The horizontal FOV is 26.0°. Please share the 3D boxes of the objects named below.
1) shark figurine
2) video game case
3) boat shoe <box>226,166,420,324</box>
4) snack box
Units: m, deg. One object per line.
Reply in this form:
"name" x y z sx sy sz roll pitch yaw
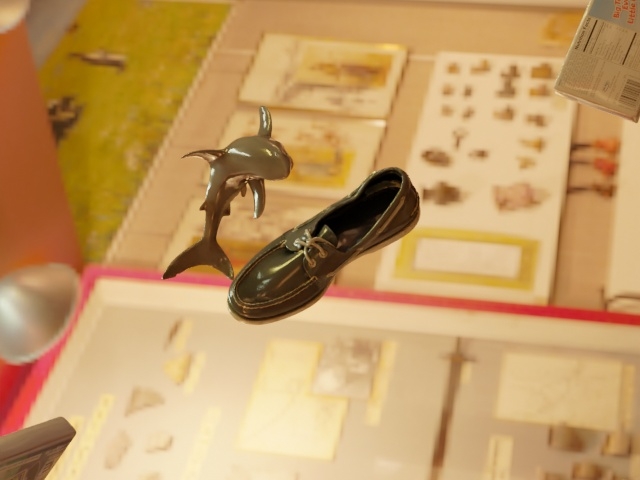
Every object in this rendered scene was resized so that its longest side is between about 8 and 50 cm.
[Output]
"shark figurine" -0.138 -0.076 1.836 0.278 0.116 0.166 -51 41 44
"video game case" -0.282 0.216 0.991 0.183 0.023 0.201 -54 -17 21
"boat shoe" 0.000 0.000 1.945 0.116 0.319 0.099 52 167 27
"snack box" 0.231 -0.177 0.994 0.178 0.064 0.022 -66 -19 -4
